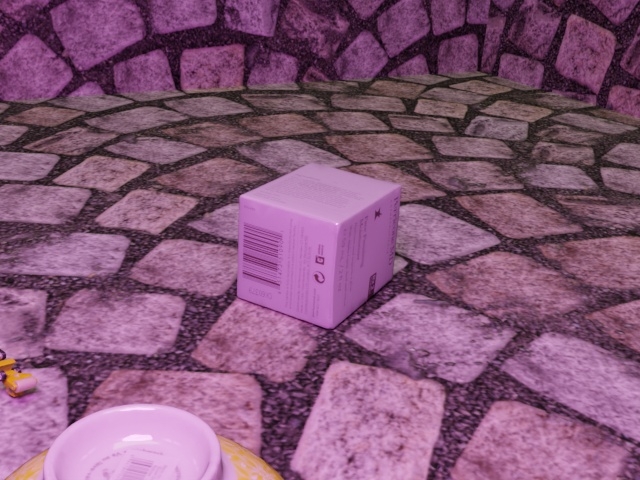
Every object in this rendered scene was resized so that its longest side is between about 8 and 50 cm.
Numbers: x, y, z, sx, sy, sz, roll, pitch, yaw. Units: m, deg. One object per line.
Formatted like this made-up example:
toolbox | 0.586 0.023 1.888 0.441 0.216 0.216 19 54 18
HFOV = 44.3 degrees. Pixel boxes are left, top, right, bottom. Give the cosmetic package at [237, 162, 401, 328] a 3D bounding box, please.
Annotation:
cosmetic package | 0.000 0.000 1.063 0.151 0.151 0.183 16 27 26

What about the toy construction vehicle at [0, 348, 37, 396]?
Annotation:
toy construction vehicle | -0.352 0.148 0.820 0.098 0.035 0.086 20 17 28

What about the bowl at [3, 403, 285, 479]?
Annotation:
bowl | -0.126 0.210 0.548 0.289 0.156 0.289 4 23 -2
